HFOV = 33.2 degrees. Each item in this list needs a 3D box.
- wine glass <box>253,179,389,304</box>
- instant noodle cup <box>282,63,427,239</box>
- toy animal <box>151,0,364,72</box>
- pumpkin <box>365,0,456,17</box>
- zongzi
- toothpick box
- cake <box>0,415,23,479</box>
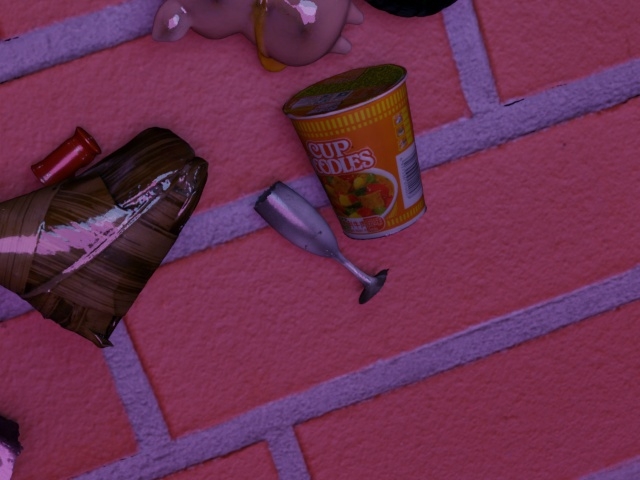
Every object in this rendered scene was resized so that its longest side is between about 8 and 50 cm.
[{"bbox_3d":[0.000,0.000,1.422,0.198,0.066,0.066,41,93,-13],"label":"wine glass"},{"bbox_3d":[0.057,-0.108,1.368,0.168,0.168,0.185,-20,113,-5],"label":"instant noodle cup"},{"bbox_3d":[-0.069,-0.291,1.303,0.248,0.149,0.165,14,103,-21],"label":"toy animal"},{"bbox_3d":[0.111,-0.374,1.315,0.201,0.140,0.202,-3,105,-11],"label":"pumpkin"},{"bbox_3d":[-0.310,-0.046,1.298,0.288,0.134,0.286,33,91,-31],"label":"zongzi"},{"bbox_3d":[-0.318,-0.102,1.351,0.083,0.047,0.047,-40,106,1],"label":"toothpick box"},{"bbox_3d":[-0.517,0.245,1.388,0.295,0.113,0.116,26,92,-2],"label":"cake"}]
